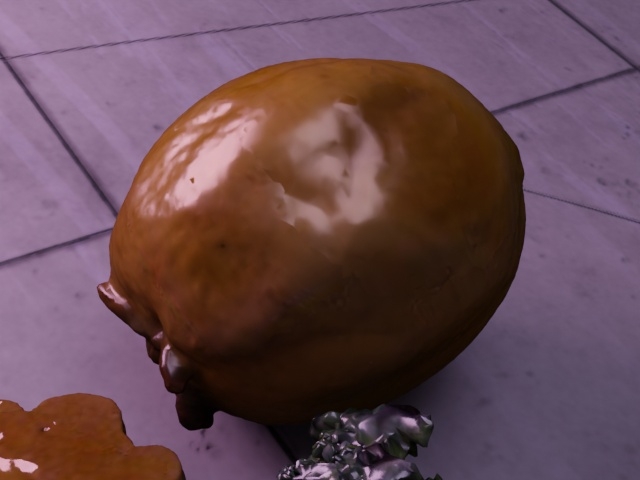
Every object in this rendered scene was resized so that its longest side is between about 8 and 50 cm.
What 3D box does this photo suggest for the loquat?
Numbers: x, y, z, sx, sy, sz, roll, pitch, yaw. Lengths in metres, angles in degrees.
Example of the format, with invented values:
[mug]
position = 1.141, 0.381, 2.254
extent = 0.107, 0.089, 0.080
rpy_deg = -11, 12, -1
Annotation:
[loquat]
position = 0.000, 0.000, 0.660
extent = 0.238, 0.238, 0.193
rpy_deg = -25, 74, -33

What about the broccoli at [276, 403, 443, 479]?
[broccoli]
position = 0.105, 0.186, 0.563
extent = 0.304, 0.145, 0.164
rpy_deg = 20, 46, -9

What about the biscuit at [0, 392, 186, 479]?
[biscuit]
position = -0.148, 0.158, 0.533
extent = 0.202, 0.044, 0.288
rpy_deg = -5, 22, -8
